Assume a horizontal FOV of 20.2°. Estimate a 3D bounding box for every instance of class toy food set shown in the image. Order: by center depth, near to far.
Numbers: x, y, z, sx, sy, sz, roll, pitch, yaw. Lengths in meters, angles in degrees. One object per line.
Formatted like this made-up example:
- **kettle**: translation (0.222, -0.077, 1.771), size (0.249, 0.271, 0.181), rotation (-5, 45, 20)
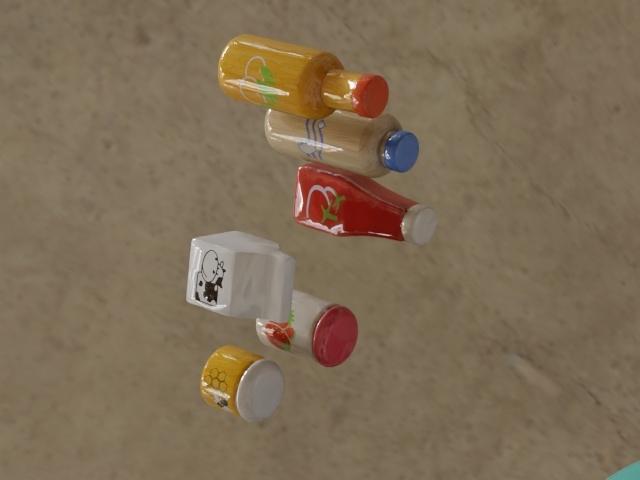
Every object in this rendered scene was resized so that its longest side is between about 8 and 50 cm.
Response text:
- **toy food set**: translation (0.000, 0.000, 1.059), size (0.104, 0.111, 0.232), rotation (17, 107, 37)

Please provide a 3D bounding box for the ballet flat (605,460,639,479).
- **ballet flat**: translation (0.349, 0.207, 1.559), size (0.231, 0.077, 0.077), rotation (-27, 23, -3)
